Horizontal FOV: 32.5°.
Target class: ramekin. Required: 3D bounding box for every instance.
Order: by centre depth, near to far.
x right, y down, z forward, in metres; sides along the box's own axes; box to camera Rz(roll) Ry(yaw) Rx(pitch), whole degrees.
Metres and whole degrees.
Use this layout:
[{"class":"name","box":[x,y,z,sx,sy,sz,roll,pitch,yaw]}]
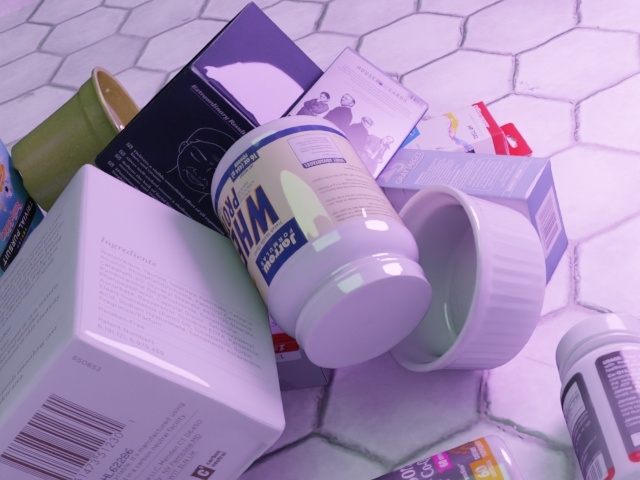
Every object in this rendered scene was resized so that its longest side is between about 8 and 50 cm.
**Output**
[{"class":"ramekin","box":[0.209,0.063,1.623,0.135,0.277,0.277,9,26,-26]}]

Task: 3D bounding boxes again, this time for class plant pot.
[{"class":"plant pot","box":[-0.504,-0.188,2.338,0.254,0.276,0.276,-30,35,8]}]

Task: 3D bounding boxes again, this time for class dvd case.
[{"class":"dvd case","box":[0.061,-0.208,1.835,0.179,0.029,0.238,37,49,0]}]

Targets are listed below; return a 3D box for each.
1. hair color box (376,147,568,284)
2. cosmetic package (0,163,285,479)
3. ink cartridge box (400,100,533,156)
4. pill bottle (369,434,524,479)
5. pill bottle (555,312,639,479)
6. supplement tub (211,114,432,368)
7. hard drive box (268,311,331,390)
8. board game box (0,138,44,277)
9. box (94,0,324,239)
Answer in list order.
[{"class":"hair color box","box":[0.206,-0.047,1.833,0.375,0.185,0.113,7,45,33]},{"class":"cosmetic package","box":[-0.288,0.173,1.567,0.329,0.327,0.393,-48,30,24]},{"class":"ink cartridge box","box":[0.268,-0.183,2.070,0.231,0.078,0.134,-20,36,1]},{"class":"pill bottle","box":[0.124,0.362,1.364,0.279,0.162,0.162,-21,36,-1]},{"class":"pill bottle","box":[0.398,0.234,1.394,0.161,0.161,0.283,-15,36,8]},{"class":"supplement tub","box":[0.000,0.000,1.606,0.236,0.235,0.324,-26,56,-7]},{"class":"hard drive box","box":[-0.069,0.139,1.813,0.181,0.089,0.232,-10,38,16]},{"class":"board game box","box":[-0.693,-0.095,2.215,0.079,0.336,0.253,-11,37,14]},{"class":"box","box":[-0.166,-0.179,1.961,0.395,0.293,0.212,-31,20,49]}]
